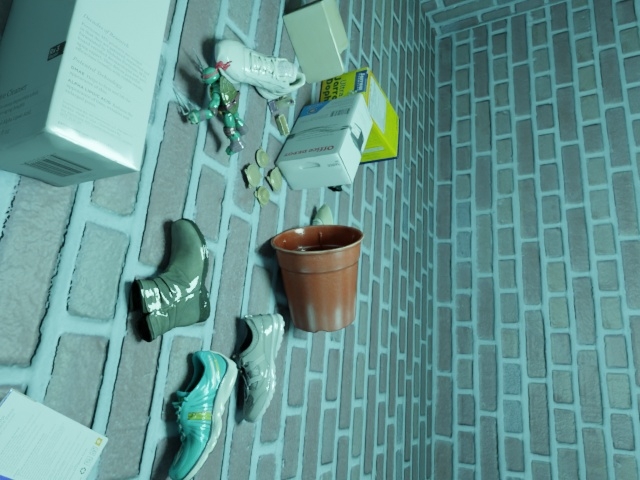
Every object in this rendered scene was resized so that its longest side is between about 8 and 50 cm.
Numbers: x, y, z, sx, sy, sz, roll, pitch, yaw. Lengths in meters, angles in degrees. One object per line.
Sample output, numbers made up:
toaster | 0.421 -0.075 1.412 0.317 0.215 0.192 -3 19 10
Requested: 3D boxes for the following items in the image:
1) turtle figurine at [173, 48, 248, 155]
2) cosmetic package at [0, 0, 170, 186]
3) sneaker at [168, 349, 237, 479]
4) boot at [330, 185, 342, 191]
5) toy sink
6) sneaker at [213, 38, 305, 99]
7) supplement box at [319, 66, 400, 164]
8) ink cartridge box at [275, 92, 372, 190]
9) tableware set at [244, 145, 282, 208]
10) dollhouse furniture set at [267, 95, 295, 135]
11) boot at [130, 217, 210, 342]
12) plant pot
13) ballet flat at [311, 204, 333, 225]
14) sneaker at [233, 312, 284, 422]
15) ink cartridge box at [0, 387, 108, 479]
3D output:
turtle figurine | -0.250 -0.334 1.068 0.234 0.118 0.175 65 35 -43
cosmetic package | -0.387 -0.297 0.710 0.156 0.218 0.384 24 64 -58
sneaker | -0.277 0.375 0.962 0.110 0.107 0.275 35 50 -31
boot | 0.049 -0.241 1.655 0.121 0.045 0.099 22 70 -59
toy sink | 0.000 -0.689 1.514 0.234 0.153 0.131 66 34 -30
sneaker | -0.158 -0.479 1.204 0.305 0.152 0.114 -3 91 -59
supplement box | 0.162 -0.471 1.731 0.357 0.196 0.194 34 57 -55
ink cartridge box | 0.020 -0.317 1.425 0.129 0.223 0.307 59 39 -41
tableware set | -0.165 -0.184 1.287 0.141 0.020 0.168 66 33 -35
dollhouse furniture set | -0.093 -0.395 1.379 0.091 0.081 0.114 -50 129 -51
boot | -0.318 0.077 0.923 0.161 0.084 0.246 -9 93 -55
plant pot | -0.001 0.115 1.321 0.272 0.273 0.264 -33 123 -58
ballet flat | 0.000 0.000 1.506 0.086 0.086 0.248 -3 90 -61
sneaker | -0.179 0.325 1.150 0.115 0.105 0.281 13 76 -25
ink cartridge box | -0.458 0.359 0.663 0.208 0.045 0.206 60 38 -40
